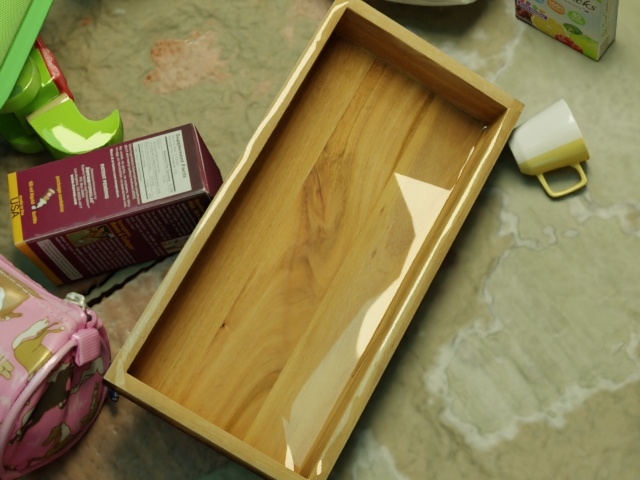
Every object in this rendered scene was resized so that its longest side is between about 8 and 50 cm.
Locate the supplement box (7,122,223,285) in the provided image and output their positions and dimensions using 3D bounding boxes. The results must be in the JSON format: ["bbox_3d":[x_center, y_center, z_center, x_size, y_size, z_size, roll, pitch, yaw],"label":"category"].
[{"bbox_3d":[-0.190,-0.033,1.093,0.188,0.104,0.081,-15,64,3],"label":"supplement box"}]

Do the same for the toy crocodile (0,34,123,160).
[{"bbox_3d":[-0.334,-0.200,1.189,0.105,0.115,0.340,-37,68,-11],"label":"toy crocodile"}]

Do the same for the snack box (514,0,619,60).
[{"bbox_3d":[0.233,-0.241,1.083,0.100,0.141,0.037,34,77,21],"label":"snack box"}]

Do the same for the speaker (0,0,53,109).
[{"bbox_3d":[-0.333,-0.204,1.058,0.131,0.131,0.297,11,68,15],"label":"speaker"}]

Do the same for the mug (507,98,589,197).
[{"bbox_3d":[0.213,-0.086,1.067,0.064,0.062,0.078,-24,58,8],"label":"mug"}]

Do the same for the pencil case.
[{"bbox_3d":[-0.368,0.055,1.061,0.386,0.160,0.167,32,52,22],"label":"pencil case"}]

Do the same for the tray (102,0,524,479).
[{"bbox_3d":[0.000,0.000,1.023,0.202,0.076,0.411,31,73,-5],"label":"tray"}]

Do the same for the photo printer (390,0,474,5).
[{"bbox_3d":[0.108,-0.389,1.161,0.256,0.107,0.307,27,83,31],"label":"photo printer"}]
